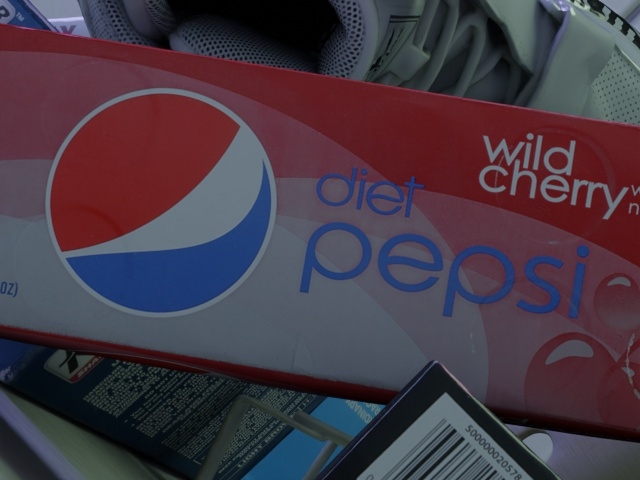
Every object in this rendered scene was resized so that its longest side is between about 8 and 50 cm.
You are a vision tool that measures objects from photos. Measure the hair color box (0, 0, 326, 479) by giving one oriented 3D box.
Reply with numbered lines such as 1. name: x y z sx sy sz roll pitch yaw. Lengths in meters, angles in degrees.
1. hair color box: -0.101 0.001 0.818 0.174 0.105 0.347 45 -4 18

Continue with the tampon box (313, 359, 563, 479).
1. tampon box: 0.047 0.124 0.497 0.120 0.101 0.161 44 -4 20

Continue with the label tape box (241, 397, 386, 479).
1. label tape box: -0.064 0.065 1.178 0.347 0.115 0.249 39 -7 46

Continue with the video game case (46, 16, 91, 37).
1. video game case: -0.160 -0.070 0.972 0.201 0.183 0.023 55 34 -72

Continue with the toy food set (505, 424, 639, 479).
1. toy food set: 0.171 0.207 1.128 0.306 0.219 0.092 47 15 -41

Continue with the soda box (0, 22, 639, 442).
1. soda box: 0.000 0.000 0.550 0.263 0.092 0.083 9 -6 3

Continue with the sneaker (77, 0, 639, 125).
1. sneaker: 0.037 -0.060 0.715 0.366 0.137 0.210 31 12 -19

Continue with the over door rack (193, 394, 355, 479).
1. over door rack: 0.124 0.125 0.886 0.324 0.108 0.239 12 -8 14
